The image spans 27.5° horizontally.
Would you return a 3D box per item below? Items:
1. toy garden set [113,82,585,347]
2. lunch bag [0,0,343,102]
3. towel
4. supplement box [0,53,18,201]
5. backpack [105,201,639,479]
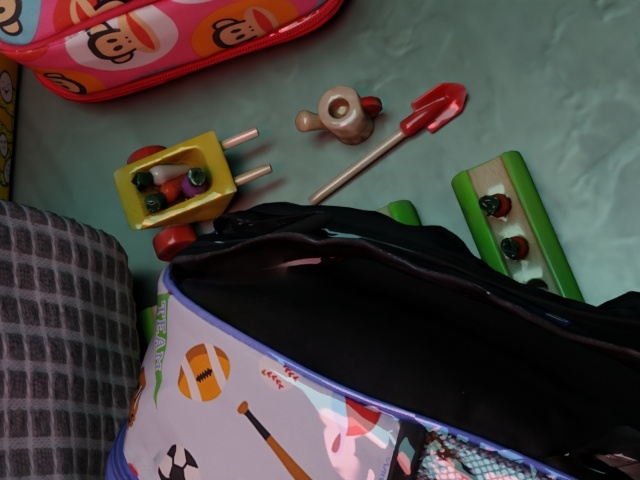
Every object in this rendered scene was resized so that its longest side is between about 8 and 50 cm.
[{"bbox_3d":[0.000,0.000,0.742,0.244,0.049,0.203,-24,69,11],"label":"toy garden set"},{"bbox_3d":[-0.096,-0.251,0.809,0.258,0.120,0.293,-17,69,13],"label":"lunch bag"},{"bbox_3d":[-0.169,0.097,0.637,0.121,0.284,0.235,-12,77,14],"label":"towel"},{"bbox_3d":[-0.316,0.014,0.764,0.195,0.194,0.356,-5,73,17],"label":"supplement box"},{"bbox_3d":[0.044,0.093,0.586,0.263,0.276,0.213,28,102,12],"label":"backpack"}]
